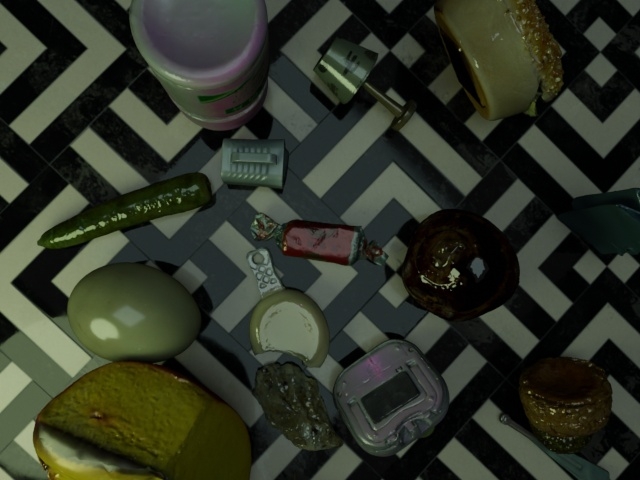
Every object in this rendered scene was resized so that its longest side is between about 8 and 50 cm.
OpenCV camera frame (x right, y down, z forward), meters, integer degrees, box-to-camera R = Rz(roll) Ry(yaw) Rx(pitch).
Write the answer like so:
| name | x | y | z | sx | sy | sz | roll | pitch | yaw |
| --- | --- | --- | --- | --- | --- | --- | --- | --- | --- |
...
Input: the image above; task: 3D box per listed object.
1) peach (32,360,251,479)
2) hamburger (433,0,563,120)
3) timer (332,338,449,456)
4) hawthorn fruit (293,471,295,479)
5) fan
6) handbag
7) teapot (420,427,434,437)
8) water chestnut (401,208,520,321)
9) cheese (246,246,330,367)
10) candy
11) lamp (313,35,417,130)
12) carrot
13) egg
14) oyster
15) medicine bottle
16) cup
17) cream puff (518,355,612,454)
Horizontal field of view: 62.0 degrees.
| name | x | y | z | sx | sy | sz | roll | pitch | yaw |
| --- | --- | --- | --- | --- | --- | --- | --- | --- | --- |
| peach | -0.309 | 0.374 | 0.952 | 0.305 | 0.243 | 0.381 | -4 | 127 | 23 |
| hamburger | 0.339 | -0.375 | 1.012 | 0.170 | 0.302 | 0.302 | -27 | 91 | 13 |
| timer | 0.135 | 0.302 | 1.047 | 0.208 | 0.069 | 0.191 | -34 | 53 | -6 |
| hawthorn fruit | -0.058 | 0.550 | 1.046 | 0.125 | 0.125 | 0.140 | 16 | 90 | -4 |
| fan | 0.496 | 0.455 | 1.140 | 0.281 | 0.023 | 0.057 | 32 | 96 | -3 |
| handbag | 0.586 | -0.029 | 1.055 | 0.057 | 0.221 | 0.144 | -44 | 91 | -5 |
| teapot | 0.200 | 0.346 | 1.083 | 0.092 | 0.091 | 0.124 | 11 | 89 | -6 |
| water chestnut | 0.277 | 0.052 | 1.054 | 0.223 | 0.238 | 0.224 | 1 | 92 | 36 |
| cheese | -0.065 | 0.135 | 1.077 | 0.163 | 0.071 | 0.249 | -2 | 88 | -4 |
| candy | 0.000 | 0.001 | 1.089 | 0.291 | 0.059 | 0.086 | 8 | 90 | -3 |
| lamp | 0.094 | -0.314 | 1.073 | 0.214 | 0.121 | 0.121 | 35 | 87 | -12 |
| carrot | -0.389 | -0.055 | 1.057 | 0.358 | 0.074 | 0.074 | -19 | 91 | -2 |
| egg | -0.345 | 0.138 | 0.996 | 0.241 | 0.186 | 0.186 | 20 | 88 | -6 |
| oyster | -0.054 | 0.343 | 1.075 | 0.132 | 0.072 | 0.209 | -23 | 89 | -7 |
| medicine bottle | -0.194 | -0.331 | 0.946 | 0.211 | 0.325 | 0.212 | 0 | 88 | -5 |
| cup | -0.128 | -0.154 | 1.048 | 0.129 | 0.128 | 0.095 | 2 | 91 | -2 |
| cream puff | 0.499 | 0.349 | 1.085 | 0.183 | 0.183 | 0.169 | -15 | 111 | -5 |
